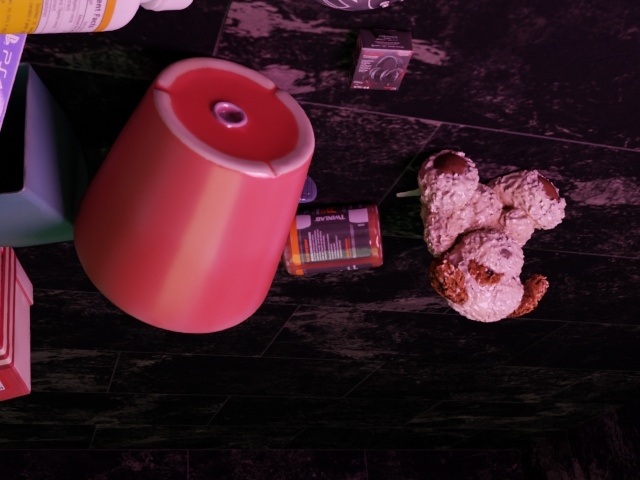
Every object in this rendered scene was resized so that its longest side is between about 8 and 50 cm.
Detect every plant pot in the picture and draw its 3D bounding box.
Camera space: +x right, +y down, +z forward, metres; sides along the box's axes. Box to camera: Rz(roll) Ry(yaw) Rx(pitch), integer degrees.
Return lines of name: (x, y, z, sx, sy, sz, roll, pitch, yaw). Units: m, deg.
plant pot: (-0.143, -0.067, 0.962, 0.274, 0.275, 0.243, 9, 136, -25)
plant pot: (-0.392, -0.083, 1.000, 0.165, 0.166, 0.234, -8, 161, 6)

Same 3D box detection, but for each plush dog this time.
plush dog: (0.232, 0.015, 1.205, 0.262, 0.226, 0.210, 11, 149, -28)

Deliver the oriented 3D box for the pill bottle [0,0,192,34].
pill bottle: (-0.233, -0.246, 0.671, 0.245, 0.136, 0.136, -12, 160, -32)

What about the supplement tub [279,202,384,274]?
supplement tub: (0.000, 0.000, 1.274, 0.197, 0.106, 0.106, -6, 153, 2)

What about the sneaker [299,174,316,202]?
sneaker: (-0.078, -0.078, 1.168, 0.144, 0.053, 0.059, 9, 151, -7)

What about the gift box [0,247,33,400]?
gift box: (-0.563, 0.077, 1.158, 0.255, 0.258, 0.276, -10, 137, -11)

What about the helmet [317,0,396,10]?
helmet: (0.027, -0.280, 0.664, 0.169, 0.169, 0.161, 19, 129, -39)

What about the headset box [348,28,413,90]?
headset box: (0.071, -0.216, 0.937, 0.062, 0.032, 0.083, 1, 154, -10)

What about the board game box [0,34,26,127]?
board game box: (-0.454, -0.137, 0.709, 0.141, 0.232, 0.291, 19, -176, 42)
